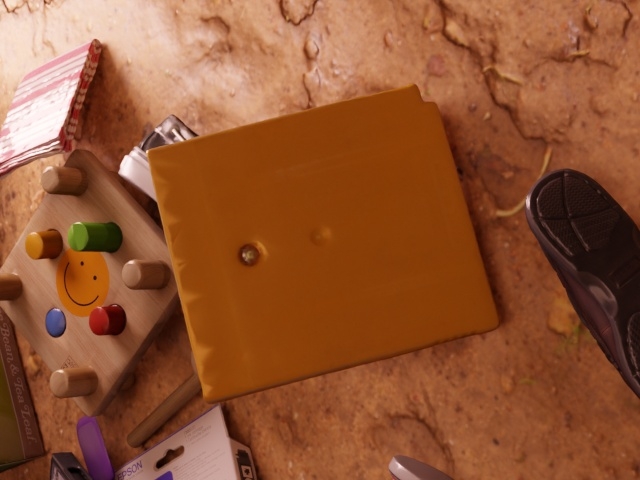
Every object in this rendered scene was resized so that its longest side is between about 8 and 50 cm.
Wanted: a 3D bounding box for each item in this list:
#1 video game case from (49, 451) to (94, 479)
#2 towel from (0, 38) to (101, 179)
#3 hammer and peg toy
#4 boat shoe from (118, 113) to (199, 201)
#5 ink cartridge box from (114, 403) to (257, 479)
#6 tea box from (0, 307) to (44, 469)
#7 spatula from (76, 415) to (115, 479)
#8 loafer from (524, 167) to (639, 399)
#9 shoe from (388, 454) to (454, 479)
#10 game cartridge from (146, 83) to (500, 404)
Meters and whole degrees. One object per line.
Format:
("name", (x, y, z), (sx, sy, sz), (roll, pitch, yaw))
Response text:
("video game case", (-0.306, 0.436, 1.418), (0.248, 0.035, 0.274), (18, 105, 63))
("towel", (-0.366, -0.175, 1.503), (0.144, 0.029, 0.197), (-17, 46, 31))
("hammer and peg toy", (-0.269, 0.093, 1.425), (0.361, 0.127, 0.266), (46, 112, 24))
("boat shoe", (-0.091, -0.045, 1.318), (0.335, 0.121, 0.119), (33, 89, 19))
("ink cartridge box", (-0.161, 0.338, 1.389), (0.206, 0.045, 0.208), (-35, 54, 26))
("tea box", (-0.591, 0.184, 1.512), (0.220, 0.324, 0.328), (-24, 76, 29))
("spatula", (-0.289, 0.376, 1.464), (0.084, 0.030, 0.296), (-31, 61, 54))
("loafer", (0.306, 0.065, 1.100), (0.109, 0.095, 0.302), (-32, 75, -4))
("shoe", (0.135, 0.308, 1.204), (0.178, 0.063, 0.081), (31, 102, 26))
("game cartridge", (0.000, 0.000, 1.214), (0.324, 0.052, 0.285), (-14, 80, -3))
